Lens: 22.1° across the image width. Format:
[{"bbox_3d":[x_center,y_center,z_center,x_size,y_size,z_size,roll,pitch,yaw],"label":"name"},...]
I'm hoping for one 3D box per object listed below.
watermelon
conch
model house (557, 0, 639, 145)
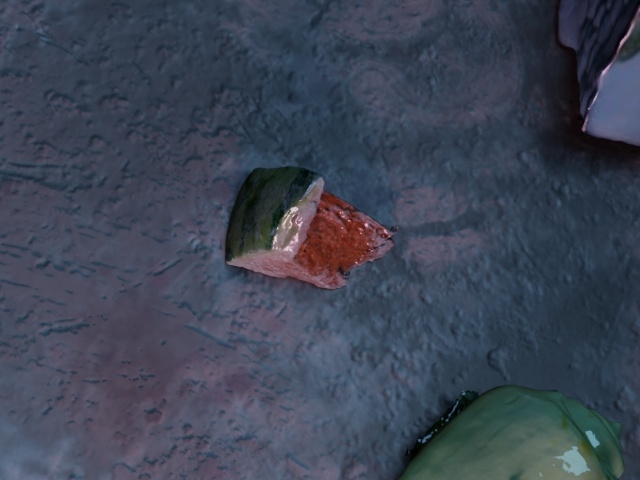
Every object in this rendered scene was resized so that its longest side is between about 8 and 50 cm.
[{"bbox_3d":[-0.022,-0.007,1.524,0.158,0.121,0.098,26,81,-53],"label":"watermelon"},{"bbox_3d":[0.157,0.215,1.476,0.250,0.137,0.143,-14,105,1],"label":"conch"},{"bbox_3d":[0.438,-0.283,1.628,0.360,0.297,0.339,8,41,-12],"label":"model house"}]
